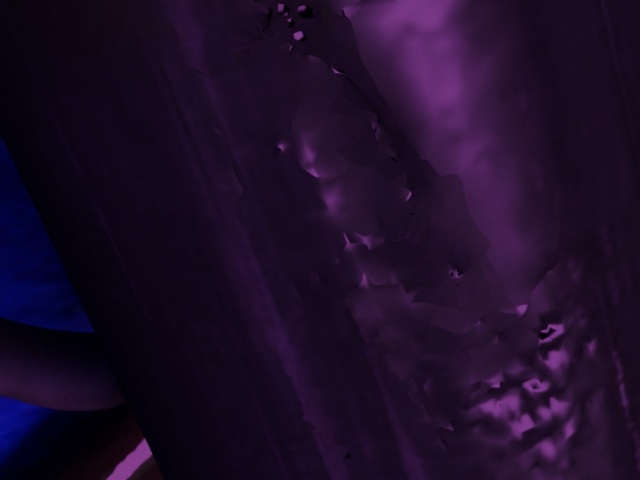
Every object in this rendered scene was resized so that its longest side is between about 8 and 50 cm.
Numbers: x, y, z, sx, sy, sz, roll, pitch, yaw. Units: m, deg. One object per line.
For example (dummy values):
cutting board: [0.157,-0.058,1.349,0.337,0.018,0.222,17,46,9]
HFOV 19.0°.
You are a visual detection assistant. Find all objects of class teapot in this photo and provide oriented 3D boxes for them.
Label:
teapot: [-0.024,-0.041,0.502,0.271,0.200,0.337,-8,127,14]

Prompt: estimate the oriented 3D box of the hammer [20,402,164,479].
hammer: [0.000,0.000,0.684,0.440,0.044,0.168,-45,140,-1]
